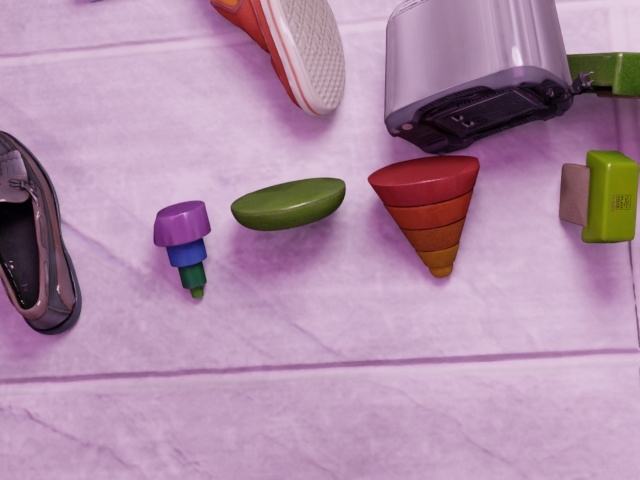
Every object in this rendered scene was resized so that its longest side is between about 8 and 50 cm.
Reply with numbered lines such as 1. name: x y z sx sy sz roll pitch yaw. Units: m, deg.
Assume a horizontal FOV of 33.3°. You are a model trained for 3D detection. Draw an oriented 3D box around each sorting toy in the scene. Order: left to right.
1. sorting toy: 0.000 0.000 1.164 0.366 0.127 0.126 -10 106 10

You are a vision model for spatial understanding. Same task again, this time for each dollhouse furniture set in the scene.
1. dollhouse furniture set: 0.411 -0.093 1.117 0.302 0.151 0.197 0 97 -8

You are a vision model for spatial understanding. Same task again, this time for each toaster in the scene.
1. toaster: 0.167 -0.193 1.123 0.227 0.129 0.146 -18 68 36

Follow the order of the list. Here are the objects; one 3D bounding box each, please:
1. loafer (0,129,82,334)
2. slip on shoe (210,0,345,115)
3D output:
1. loafer: -0.347 -0.022 1.218 0.096 0.084 0.267 -27 74 3
2. slip on shoe: -0.069 -0.279 1.226 0.101 0.123 0.331 -35 75 29
